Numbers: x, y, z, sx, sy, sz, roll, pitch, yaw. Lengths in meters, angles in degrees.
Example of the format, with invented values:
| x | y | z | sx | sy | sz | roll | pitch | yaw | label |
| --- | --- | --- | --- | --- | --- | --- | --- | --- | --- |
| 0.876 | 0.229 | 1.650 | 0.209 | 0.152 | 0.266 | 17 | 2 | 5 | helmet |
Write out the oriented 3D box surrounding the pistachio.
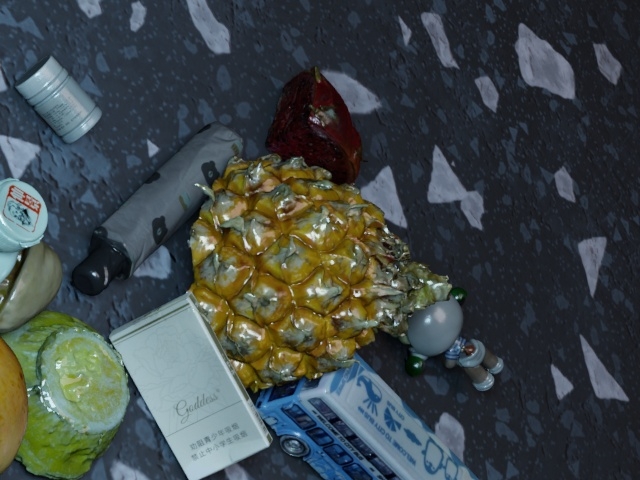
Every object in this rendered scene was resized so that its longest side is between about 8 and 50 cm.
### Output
| x | y | z | sx | sy | sz | roll | pitch | yaw | label |
| --- | --- | --- | --- | --- | --- | --- | --- | --- | --- |
| -0.332 | 0.043 | 1.768 | 0.113 | 0.113 | 0.149 | 54 | 28 | -14 | pistachio |

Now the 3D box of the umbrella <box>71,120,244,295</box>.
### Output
| x | y | z | sx | sy | sz | roll | pitch | yaw | label |
| --- | --- | --- | --- | --- | --- | --- | --- | --- | --- |
| -0.191 | -0.038 | 2.003 | 0.337 | 0.067 | 0.073 | -49 | 151 | -48 | umbrella |

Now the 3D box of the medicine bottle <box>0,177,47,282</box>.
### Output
| x | y | z | sx | sy | sz | roll | pitch | yaw | label |
| --- | --- | --- | --- | --- | --- | --- | --- | --- | --- |
| -0.362 | 0.007 | 1.661 | 0.083 | 0.229 | 0.121 | 31 | 50 | -36 | medicine bottle |

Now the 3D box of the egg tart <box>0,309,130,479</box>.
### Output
| x | y | z | sx | sy | sz | roll | pitch | yaw | label |
| --- | --- | --- | --- | --- | --- | --- | --- | --- | --- |
| -0.276 | 0.156 | 1.805 | 0.197 | 0.078 | 0.197 | 27 | 50 | -38 | egg tart |

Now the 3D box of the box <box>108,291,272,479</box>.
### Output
| x | y | z | sx | sy | sz | roll | pitch | yaw | label |
| --- | --- | --- | --- | --- | --- | --- | --- | --- | --- |
| -0.147 | 0.168 | 1.917 | 0.198 | 0.109 | 0.029 | 62 | 14 | -6 | box |

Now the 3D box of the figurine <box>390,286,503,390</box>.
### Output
| x | y | z | sx | sy | sz | roll | pitch | yaw | label |
| --- | --- | --- | --- | --- | --- | --- | --- | --- | --- |
| 0.167 | 0.131 | 2.311 | 0.197 | 0.093 | 0.147 | 47 | 64 | -33 | figurine |

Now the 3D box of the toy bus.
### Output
| x | y | z | sx | sy | sz | roll | pitch | yaw | label |
| --- | --- | --- | --- | --- | --- | --- | --- | --- | --- |
| 0.060 | 0.259 | 2.089 | 0.297 | 0.131 | 0.106 | 47 | 42 | -23 | toy bus |

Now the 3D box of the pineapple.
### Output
| x | y | z | sx | sy | sz | roll | pitch | yaw | label |
| --- | --- | --- | --- | --- | --- | --- | --- | --- | --- |
| 0.004 | 0.000 | 1.991 | 0.209 | 0.286 | 0.344 | 70 | 26 | -48 | pineapple |

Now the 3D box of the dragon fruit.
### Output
| x | y | z | sx | sy | sz | roll | pitch | yaw | label |
| --- | --- | --- | --- | --- | --- | --- | --- | --- | --- |
| 0.015 | -0.147 | 2.254 | 0.161 | 0.127 | 0.120 | 39 | 54 | -28 | dragon fruit |

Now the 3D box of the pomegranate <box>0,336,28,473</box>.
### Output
| x | y | z | sx | sy | sz | roll | pitch | yaw | label |
| --- | --- | --- | --- | --- | --- | --- | --- | --- | --- |
| -0.375 | 0.160 | 1.607 | 0.191 | 0.191 | 0.191 | 24 | 54 | -39 | pomegranate |

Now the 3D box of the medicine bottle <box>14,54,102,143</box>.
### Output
| x | y | z | sx | sy | sz | roll | pitch | yaw | label |
| --- | --- | --- | --- | --- | --- | --- | --- | --- | --- |
| -0.303 | -0.163 | 1.947 | 0.091 | 0.058 | 0.058 | 49 | 42 | -19 | medicine bottle |
